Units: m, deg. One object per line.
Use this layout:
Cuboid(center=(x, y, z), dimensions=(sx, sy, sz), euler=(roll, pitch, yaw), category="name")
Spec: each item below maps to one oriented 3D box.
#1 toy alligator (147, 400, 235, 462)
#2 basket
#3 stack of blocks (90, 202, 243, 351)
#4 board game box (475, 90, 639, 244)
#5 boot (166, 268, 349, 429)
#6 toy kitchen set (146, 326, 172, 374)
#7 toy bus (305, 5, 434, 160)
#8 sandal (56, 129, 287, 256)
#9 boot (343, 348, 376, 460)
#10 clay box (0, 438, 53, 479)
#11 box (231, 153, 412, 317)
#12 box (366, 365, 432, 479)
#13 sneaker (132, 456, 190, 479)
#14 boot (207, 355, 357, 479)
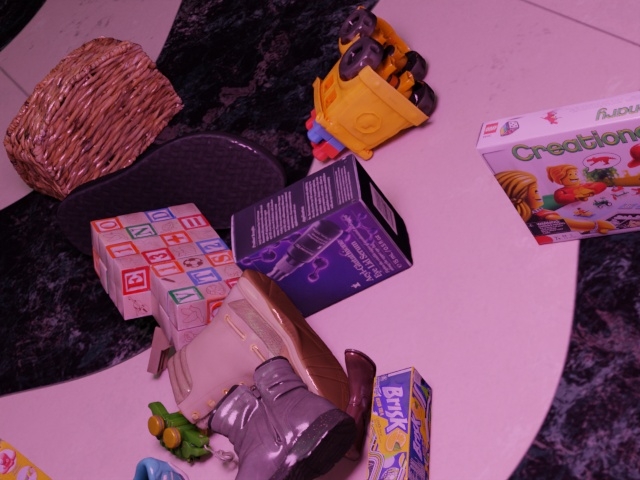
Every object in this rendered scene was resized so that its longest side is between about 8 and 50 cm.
Cuboid(center=(-0.183, 0.279, 1.795), dimensions=(0.190, 0.056, 0.051), euler=(27, 115, 44), category="toy alligator")
Cuboid(center=(-0.451, -0.237, 2.424), dimensions=(0.299, 0.213, 0.223), euler=(-51, 39, -15), category="basket")
Cuboid(center=(-0.220, 0.056, 1.956), dimensions=(0.171, 0.087, 0.297), euler=(-12, 31, -22), category="stack of blocks")
Cuboid(center=(0.367, -0.091, 1.585), dimensions=(0.305, 0.193, 0.053), euler=(-9, 45, 35), category="board game box")
Cuboid(center=(-0.086, 0.195, 1.748), dimensions=(0.203, 0.095, 0.262), euler=(-46, 62, 16), category="boot")
Cuboid(center=(-0.202, 0.164, 1.950), dimensions=(0.083, 0.075, 0.068), euler=(17, 16, 13), category="toy kitchen set")
Cuboid(center=(0.055, -0.230, 2.064), dimensions=(0.211, 0.149, 0.220), euler=(-41, 31, 26), category="toy bus")
Cuboid(center=(-0.245, -0.093, 2.152), dimensions=(0.446, 0.167, 0.107), euler=(-13, 26, 31), category="sandal")
Cuboid(center=(0.039, 0.207, 1.631), dimensions=(0.037, 0.106, 0.114), euler=(1, 49, 28), category="boot")
Cuboid(center=(-0.423, 0.360, 1.765), dimensions=(0.053, 0.222, 0.127), euler=(6, 55, 44), category="clay box")
Cuboid(center=(0.000, 0.000, 1.840), dimensions=(0.207, 0.153, 0.108), euler=(-28, 38, 17), category="box")
Cuboid(center=(0.097, 0.239, 1.588), dimensions=(0.059, 0.054, 0.168), euler=(-19, 40, 25), category="box")
Cuboid(center=(-0.281, 0.397, 1.700), dimensions=(0.275, 0.110, 0.107), euler=(-50, 38, -13), category="sneaker")
Cuboid(center=(-0.086, 0.263, 1.593), dimensions=(0.246, 0.083, 0.161), euler=(-43, 49, -18), category="boot")
